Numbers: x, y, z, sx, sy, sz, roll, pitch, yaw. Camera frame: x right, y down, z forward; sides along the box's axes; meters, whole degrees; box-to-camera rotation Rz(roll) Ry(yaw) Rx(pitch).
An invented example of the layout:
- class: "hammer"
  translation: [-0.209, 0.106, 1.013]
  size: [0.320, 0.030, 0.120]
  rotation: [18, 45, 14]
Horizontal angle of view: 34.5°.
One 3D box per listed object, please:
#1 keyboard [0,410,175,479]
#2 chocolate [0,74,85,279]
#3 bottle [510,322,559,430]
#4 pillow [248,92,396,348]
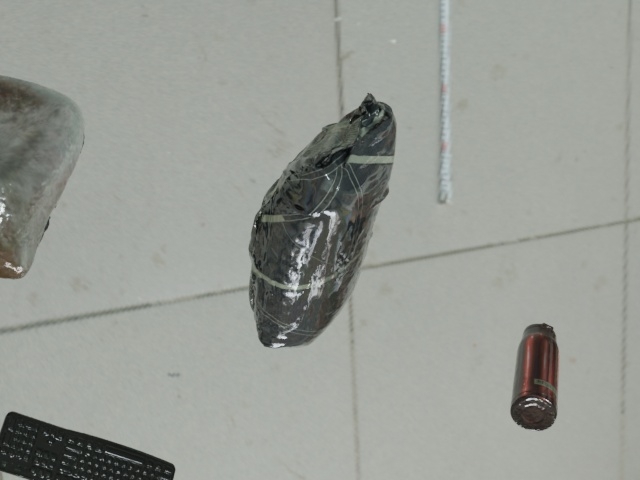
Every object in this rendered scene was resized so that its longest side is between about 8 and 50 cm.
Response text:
- class: "keyboard"
  translation: [-0.308, 0.363, 1.572]
  size: [0.381, 0.041, 0.103]
  rotation: [26, 55, -24]
- class: "chocolate"
  translation: [-0.462, -0.105, 1.482]
  size: [0.185, 0.100, 0.303]
  rotation: [15, 66, 3]
- class: "bottle"
  translation: [0.271, 0.166, 1.294]
  size: [0.060, 0.164, 0.060]
  rotation: [7, 123, 11]
- class: "pillow"
  translation: [0.000, 0.000, 1.015]
  size: [0.161, 0.093, 0.335]
  rotation: [-43, 160, -33]
